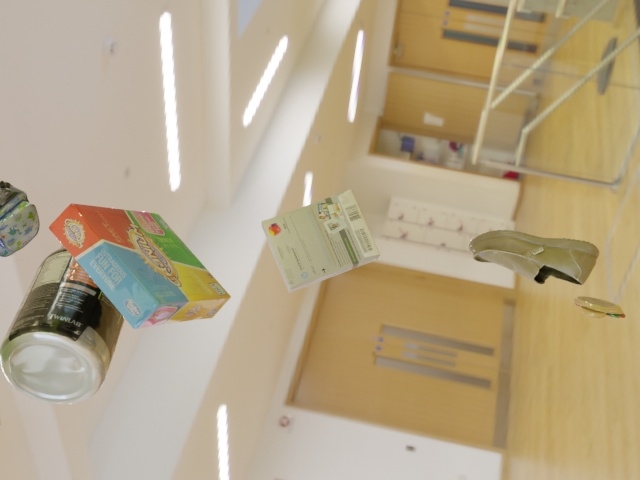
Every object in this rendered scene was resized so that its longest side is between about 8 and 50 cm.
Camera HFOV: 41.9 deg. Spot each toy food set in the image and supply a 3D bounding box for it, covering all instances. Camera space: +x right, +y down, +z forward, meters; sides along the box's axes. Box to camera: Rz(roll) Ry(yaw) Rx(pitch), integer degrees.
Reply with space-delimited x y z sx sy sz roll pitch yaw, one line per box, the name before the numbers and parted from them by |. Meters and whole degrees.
toy food set | 0.455 0.111 1.365 0.083 0.082 0.020 -136 55 -75

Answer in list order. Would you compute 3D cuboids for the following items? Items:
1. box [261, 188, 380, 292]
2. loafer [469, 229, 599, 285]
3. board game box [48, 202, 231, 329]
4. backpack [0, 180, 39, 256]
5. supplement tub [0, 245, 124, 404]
box | 0.000 0.000 1.594 0.038 0.186 0.145 109 139 -71
loafer | 0.241 0.022 0.958 0.056 0.148 0.050 42 -123 -57
board game box | -0.320 0.046 1.543 0.064 0.242 0.316 -45 -12 11
backpack | -0.549 -0.028 1.466 0.105 0.084 0.114 -48 -21 -32
supplement tub | -0.506 0.150 1.714 0.338 0.207 0.207 -87 3 -55
